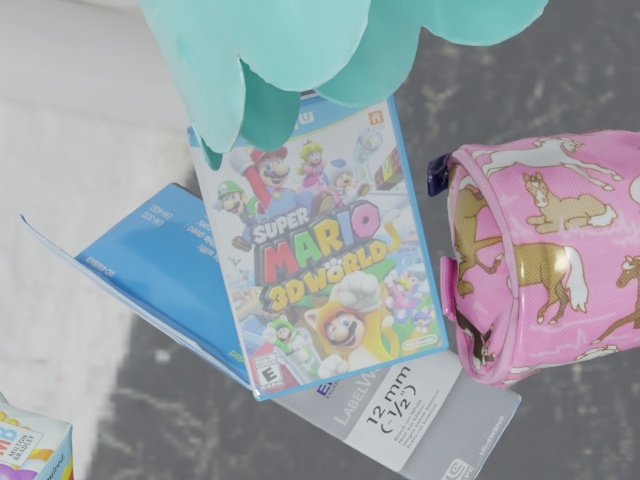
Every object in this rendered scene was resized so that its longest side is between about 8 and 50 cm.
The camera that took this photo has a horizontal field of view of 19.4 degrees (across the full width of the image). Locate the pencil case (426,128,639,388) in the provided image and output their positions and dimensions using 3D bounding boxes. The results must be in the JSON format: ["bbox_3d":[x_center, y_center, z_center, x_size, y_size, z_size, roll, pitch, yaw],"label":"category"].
[{"bbox_3d":[0.266,-0.015,1.193,0.167,0.386,0.160,-113,16,-48],"label":"pencil case"}]

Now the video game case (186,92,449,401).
[{"bbox_3d":[0.000,0.000,1.077,0.015,0.119,0.166,-122,18,-74],"label":"video game case"}]

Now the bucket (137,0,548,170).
[{"bbox_3d":[0.043,-0.163,0.570,0.281,0.281,0.183,-27,90,39],"label":"bucket"}]

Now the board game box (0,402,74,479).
[{"bbox_3d":[-0.178,0.195,0.698,0.142,0.144,0.275,14,128,16],"label":"board game box"}]

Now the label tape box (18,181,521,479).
[{"bbox_3d":[-0.036,0.060,1.475,0.249,0.348,0.115,29,84,45],"label":"label tape box"}]

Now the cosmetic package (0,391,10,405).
[{"bbox_3d":[-0.284,0.319,1.589,0.385,0.217,0.156,50,126,18],"label":"cosmetic package"}]
